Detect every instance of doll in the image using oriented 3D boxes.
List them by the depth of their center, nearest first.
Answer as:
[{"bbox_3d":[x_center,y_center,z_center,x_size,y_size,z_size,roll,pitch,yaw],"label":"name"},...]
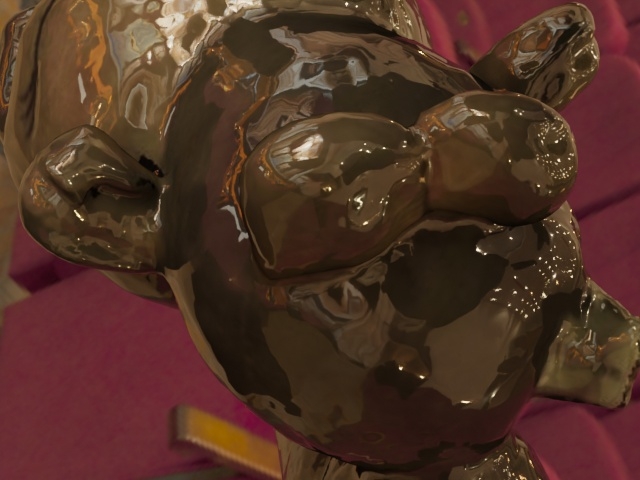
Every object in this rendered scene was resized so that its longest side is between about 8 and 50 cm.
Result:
[{"bbox_3d":[-0.033,0.010,0.570,0.252,0.379,0.382,-7,30,-23],"label":"doll"}]
